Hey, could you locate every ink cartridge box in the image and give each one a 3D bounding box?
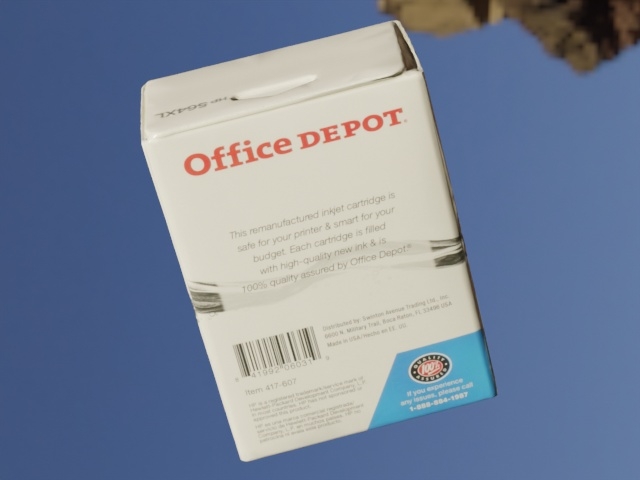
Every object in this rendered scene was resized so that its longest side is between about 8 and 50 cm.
[{"bbox_3d":[0.000,0.000,1.025,0.086,0.148,0.203,-101,-3,-64],"label":"ink cartridge box"}]
